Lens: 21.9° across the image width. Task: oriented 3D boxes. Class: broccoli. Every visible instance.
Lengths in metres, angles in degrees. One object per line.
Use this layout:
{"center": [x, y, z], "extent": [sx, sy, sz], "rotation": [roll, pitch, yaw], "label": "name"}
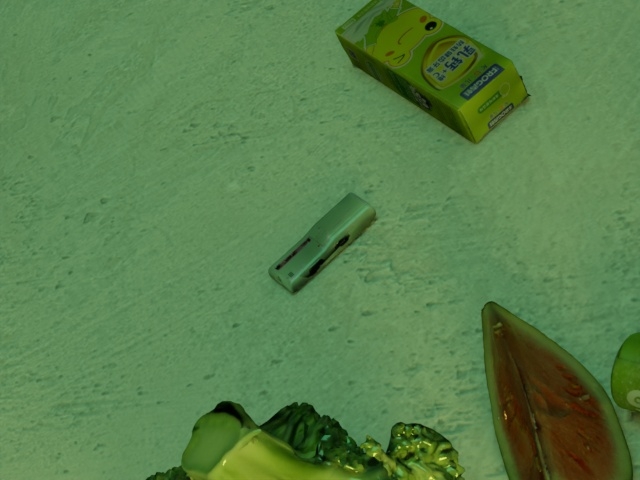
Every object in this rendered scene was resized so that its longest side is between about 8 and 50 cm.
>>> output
{"center": [-0.031, 0.312, 1.877], "extent": [0.277, 0.317, 0.338], "rotation": [-66, 13, -16], "label": "broccoli"}

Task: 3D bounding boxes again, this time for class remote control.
{"center": [0.000, 0.000, 2.308], "extent": [0.166, 0.029, 0.065], "rotation": [-42, 45, -11], "label": "remote control"}

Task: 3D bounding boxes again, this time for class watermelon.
{"center": [0.250, 0.230, 1.892], "extent": [0.128, 0.159, 0.303], "rotation": [-46, 38, 29], "label": "watermelon"}

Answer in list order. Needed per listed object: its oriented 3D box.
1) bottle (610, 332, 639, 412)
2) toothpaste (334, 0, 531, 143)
{"center": [0.486, 0.180, 1.824], "extent": [0.330, 0.093, 0.093], "rotation": [13, 58, 37], "label": "bottle"}
{"center": [0.158, -0.262, 2.426], "extent": [0.110, 0.077, 0.327], "rotation": [-40, 43, -10], "label": "toothpaste"}
